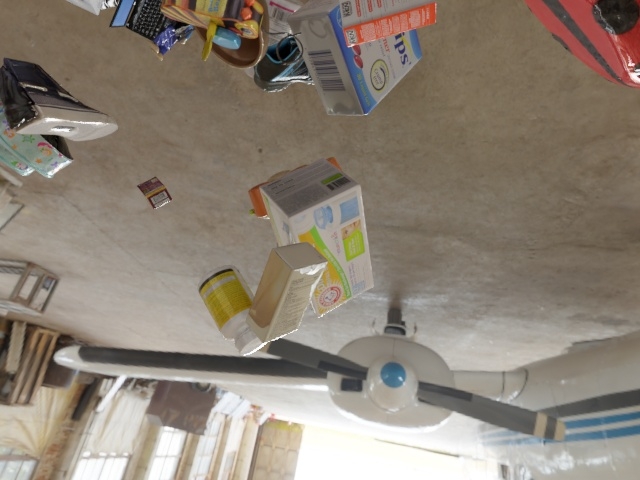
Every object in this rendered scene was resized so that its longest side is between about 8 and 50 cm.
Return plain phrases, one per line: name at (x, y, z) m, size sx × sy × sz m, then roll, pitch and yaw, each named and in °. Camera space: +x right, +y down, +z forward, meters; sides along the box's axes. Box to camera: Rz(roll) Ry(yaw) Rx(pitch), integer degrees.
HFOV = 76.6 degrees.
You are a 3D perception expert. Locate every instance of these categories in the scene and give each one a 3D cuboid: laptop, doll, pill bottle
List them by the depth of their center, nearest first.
pill bottle at (-0.118, 0.097, 0.562) m, size 0.065 × 0.116 × 0.065 m, roll -30°, pitch 154°, yaw -16°
doll at (-0.408, -0.603, 1.167) m, size 0.046 × 0.189 × 0.129 m, roll 44°, pitch 171°, yaw 0°
laptop at (-0.508, -0.734, 1.264) m, size 0.264 × 0.136 × 0.234 m, roll 7°, pitch 125°, yaw -55°
pill bottle at (-0.175, -0.730, 1.460) m, size 0.160 × 0.160 × 0.283 m, roll 18°, pitch 126°, yaw -14°

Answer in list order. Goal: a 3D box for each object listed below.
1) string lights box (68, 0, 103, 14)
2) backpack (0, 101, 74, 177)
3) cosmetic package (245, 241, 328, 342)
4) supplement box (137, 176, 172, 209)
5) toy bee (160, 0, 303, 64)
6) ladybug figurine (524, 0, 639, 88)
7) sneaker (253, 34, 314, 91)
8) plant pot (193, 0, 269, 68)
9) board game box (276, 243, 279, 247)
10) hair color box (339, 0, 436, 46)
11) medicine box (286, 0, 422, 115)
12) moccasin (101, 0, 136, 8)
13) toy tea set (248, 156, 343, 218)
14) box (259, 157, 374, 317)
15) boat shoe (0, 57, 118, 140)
string lights box at (-0.284, -0.445, 0.506) m, size 0.076 × 0.260 × 0.133 m, roll 20°, pitch 180°, yaw -19°
backpack at (-0.901, -0.313, 1.247) m, size 0.253 × 0.191 × 0.225 m, roll 42°, pitch 169°, yaw 25°
cosmetic package at (-0.042, 0.061, 0.479) m, size 0.060 × 0.041 × 0.115 m, roll -9°, pitch 132°, yaw -47°
supplement box at (-0.424, -0.122, 1.035) m, size 0.083 × 0.055 × 0.043 m, roll 38°, pitch 153°, yaw 44°
toy bee at (-0.180, -0.475, 0.828) m, size 0.298 × 0.195 × 0.162 m, roll -7°, pitch -171°, yaw -8°
ladybug figurine at (0.380, -0.360, 0.523) m, size 0.162 × 0.305 × 0.449 m, roll -43°, pitch 91°, yaw 18°
sneaker at (-0.046, -0.573, 1.282) m, size 0.340 × 0.125 × 0.140 m, roll -21°, pitch 160°, yaw -14°
plant pot at (-0.206, -0.559, 0.992) m, size 0.237 × 0.110 × 0.237 m, roll 29°, pitch 153°, yaw 17°
board game box at (-0.124, -0.002, 1.539) m, size 0.056 × 0.347 × 0.208 m, roll -3°, pitch 155°, yaw 1°
hair color box at (0.102, -0.361, 0.631) m, size 0.141 × 0.072 × 0.043 m, roll -9°, pitch 161°, yaw 12°
medicine box at (0.101, -0.513, 1.033) m, size 0.149 × 0.289 × 0.263 m, roll 19°, pitch 150°, yaw 43°
moccasin at (-0.705, -0.973, 1.538) m, size 0.147 × 0.380 × 0.139 m, roll 60°, pitch 149°, yaw -1°
toy tea set at (-0.073, -0.144, 1.229) m, size 0.336 × 0.200 × 0.124 m, roll -3°, pitch 117°, yaw 48°
box at (0.000, 0.000, 0.619) m, size 0.114 × 0.103 × 0.203 m, roll -27°, pitch 131°, yaw -15°
boat shoe at (-0.666, -0.357, 1.041) m, size 0.127 × 0.158 × 0.340 m, roll -22°, pitch -173°, yaw 7°
